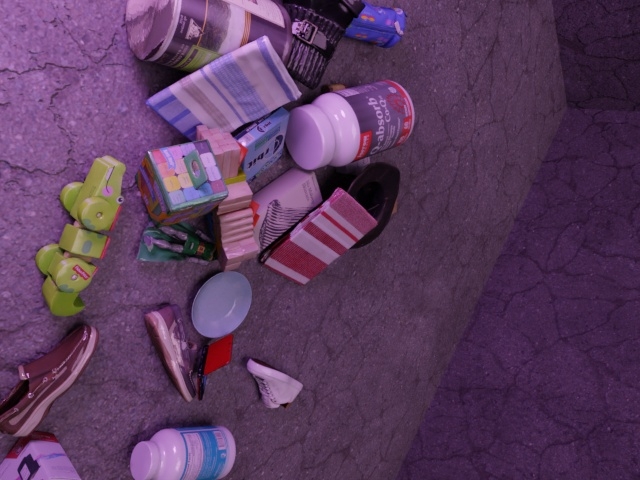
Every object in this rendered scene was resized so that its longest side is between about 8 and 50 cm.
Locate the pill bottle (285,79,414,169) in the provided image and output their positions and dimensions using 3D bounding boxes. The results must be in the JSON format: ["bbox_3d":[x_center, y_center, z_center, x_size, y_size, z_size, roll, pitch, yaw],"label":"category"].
[{"bbox_3d":[0.087,-0.336,1.284,0.363,0.210,0.210,-26,123,-33],"label":"pill bottle"}]

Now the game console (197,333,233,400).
[{"bbox_3d":[-0.282,0.341,1.186,0.086,0.144,0.123,2,108,-8],"label":"game console"}]

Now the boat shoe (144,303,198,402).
[{"bbox_3d":[-0.361,0.292,1.129,0.093,0.103,0.284,-29,119,-32],"label":"boat shoe"}]

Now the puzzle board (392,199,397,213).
[{"bbox_3d":[0.257,-0.139,1.707,0.128,0.011,0.096,-25,123,-39],"label":"puzzle board"}]

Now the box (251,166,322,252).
[{"bbox_3d":[-0.125,-0.091,1.241,0.275,0.094,0.113,-42,132,-28],"label":"box"}]

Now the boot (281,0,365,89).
[{"bbox_3d":[-0.086,-0.566,1.079,0.348,0.131,0.260,31,110,-23],"label":"boot"}]

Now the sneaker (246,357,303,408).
[{"bbox_3d":[-0.157,0.477,1.417,0.123,0.106,0.290,-59,139,-17],"label":"sneaker"}]

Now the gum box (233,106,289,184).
[{"bbox_3d":[-0.155,-0.234,1.118,0.157,0.041,0.184,-45,172,-27],"label":"gum box"}]

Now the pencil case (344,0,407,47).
[{"bbox_3d":[0.128,-0.641,1.279,0.306,0.133,0.119,-13,131,-43],"label":"pencil case"}]

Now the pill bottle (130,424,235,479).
[{"bbox_3d":[-0.372,0.588,1.195,0.264,0.146,0.146,24,86,-48],"label":"pill bottle"}]

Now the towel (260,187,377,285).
[{"bbox_3d":[0.000,0.000,1.349,0.329,0.037,0.237,-40,142,11],"label":"towel"}]

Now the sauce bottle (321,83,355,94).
[{"bbox_3d":[0.060,-0.459,1.342,0.128,0.042,0.042,-21,119,-40],"label":"sauce bottle"}]

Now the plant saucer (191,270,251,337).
[{"bbox_3d":[-0.280,0.173,1.218,0.195,0.038,0.194,-20,118,-43],"label":"plant saucer"}]

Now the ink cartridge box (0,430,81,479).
[{"bbox_3d":[-0.588,0.497,0.900,0.127,0.175,0.072,-59,138,-13],"label":"ink cartridge box"}]

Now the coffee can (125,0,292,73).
[{"bbox_3d":[-0.227,-0.442,0.914,0.276,0.202,0.201,-2,106,-47],"label":"coffee can"}]

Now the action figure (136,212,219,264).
[{"bbox_3d":[-0.327,0.011,1.091,0.232,0.064,0.137,25,83,-53],"label":"action figure"}]

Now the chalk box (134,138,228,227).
[{"bbox_3d":[-0.290,-0.122,0.923,0.132,0.213,0.132,-21,90,-32],"label":"chalk box"}]

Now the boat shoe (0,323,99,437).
[{"bbox_3d":[-0.571,0.280,0.901,0.095,0.095,0.257,44,72,-40],"label":"boat shoe"}]

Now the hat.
[{"bbox_3d":[0.124,-0.133,1.471,0.332,0.134,0.331,-29,140,-28],"label":"hat"}]

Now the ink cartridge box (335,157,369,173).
[{"bbox_3d":[0.106,-0.283,1.453,0.123,0.052,0.088,-32,126,-37],"label":"ink cartridge box"}]

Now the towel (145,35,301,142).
[{"bbox_3d":[-0.197,-0.308,0.950,0.285,0.034,0.209,-24,161,8],"label":"towel"}]

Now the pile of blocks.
[{"bbox_3d":[-0.214,-0.100,1.062,0.113,0.149,0.361,-17,123,-29],"label":"pile of blocks"}]

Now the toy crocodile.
[{"bbox_3d":[-0.472,-0.007,0.881,0.105,0.115,0.340,21,91,-55],"label":"toy crocodile"}]
